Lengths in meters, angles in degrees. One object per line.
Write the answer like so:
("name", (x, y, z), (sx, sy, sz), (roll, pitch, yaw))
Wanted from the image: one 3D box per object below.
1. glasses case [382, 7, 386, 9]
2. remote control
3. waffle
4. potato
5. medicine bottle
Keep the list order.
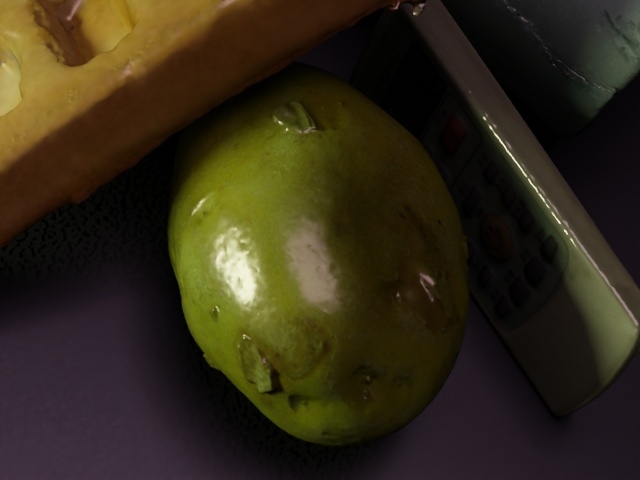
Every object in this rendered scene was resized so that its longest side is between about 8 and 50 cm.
("glasses case", (0.047, -0.266, 1.073), (0.072, 0.042, 0.191), (22, 54, -12))
("remote control", (0.110, -0.024, 0.883), (0.038, 0.123, 0.285), (-18, 67, -28))
("waffle", (-0.124, -0.183, 0.823), (0.348, 0.077, 0.304), (-32, 55, -1))
("potato", (0.000, 0.000, 0.815), (0.186, 0.148, 0.253), (-11, 62, -21))
("medicine bottle", (0.146, -0.252, 0.949), (0.290, 0.245, 0.245), (40, 55, 1))
